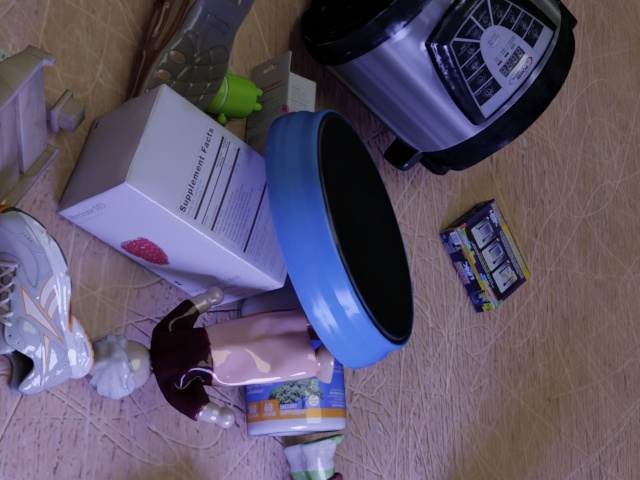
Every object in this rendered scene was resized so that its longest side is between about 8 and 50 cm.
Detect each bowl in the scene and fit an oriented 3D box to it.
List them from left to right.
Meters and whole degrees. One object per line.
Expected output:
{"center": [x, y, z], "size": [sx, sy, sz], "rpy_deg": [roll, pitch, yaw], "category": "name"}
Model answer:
{"center": [0.038, -0.009, 1.826], "size": [0.391, 0.077, 0.391], "rpy_deg": [-18, 90, -72], "category": "bowl"}

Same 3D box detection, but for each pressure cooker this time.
{"center": [0.226, -0.338, 2.137], "size": [0.420, 0.370, 0.375], "rpy_deg": [41, 44, -29], "category": "pressure cooker"}

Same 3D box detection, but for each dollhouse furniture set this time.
{"center": [-0.457, -0.174, 1.567], "size": [0.174, 0.303, 0.355], "rpy_deg": [25, 53, 7], "category": "dollhouse furniture set"}

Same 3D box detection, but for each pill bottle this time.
{"center": [-0.044, 0.157, 1.901], "size": [0.152, 0.152, 0.271], "rpy_deg": [6, 75, -42], "category": "pill bottle"}

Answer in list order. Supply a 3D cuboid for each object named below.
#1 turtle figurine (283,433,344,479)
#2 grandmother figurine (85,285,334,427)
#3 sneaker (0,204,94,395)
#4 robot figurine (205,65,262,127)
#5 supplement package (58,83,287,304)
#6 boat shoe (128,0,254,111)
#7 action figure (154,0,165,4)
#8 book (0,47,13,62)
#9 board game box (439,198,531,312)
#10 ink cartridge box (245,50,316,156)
{"center": [0.056, 0.424, 1.898], "size": [0.198, 0.275, 0.266], "rpy_deg": [16, 59, -76], "category": "turtle figurine"}
{"center": [-0.158, 0.167, 1.745], "size": [0.343, 0.104, 0.207], "rpy_deg": [-4, 51, -12], "category": "grandmother figurine"}
{"center": [-0.386, 0.085, 1.619], "size": [0.121, 0.099, 0.262], "rpy_deg": [-30, 115, -34], "category": "sneaker"}
{"center": [-0.147, -0.229, 1.968], "size": [0.115, 0.067, 0.101], "rpy_deg": [9, 81, -41], "category": "robot figurine"}
{"center": [-0.192, -0.056, 1.803], "size": [0.293, 0.178, 0.175], "rpy_deg": [35, 56, -31], "category": "supplement package"}
{"center": [-0.206, -0.299, 1.901], "size": [0.123, 0.116, 0.324], "rpy_deg": [38, 76, -42], "category": "boat shoe"}
{"center": [-0.208, -0.352, 1.972], "size": [0.115, 0.030, 0.038], "rpy_deg": [35, 62, -28], "category": "action figure"}
{"center": [-0.472, -0.249, 1.653], "size": [0.144, 0.096, 0.035], "rpy_deg": [37, 56, -31], "category": "book"}
{"center": [0.308, 0.027, 2.333], "size": [0.141, 0.048, 0.170], "rpy_deg": [-34, 102, -44], "category": "board game box"}
{"center": [-0.064, -0.201, 2.011], "size": [0.062, 0.104, 0.181], "rpy_deg": [18, 67, -39], "category": "ink cartridge box"}
